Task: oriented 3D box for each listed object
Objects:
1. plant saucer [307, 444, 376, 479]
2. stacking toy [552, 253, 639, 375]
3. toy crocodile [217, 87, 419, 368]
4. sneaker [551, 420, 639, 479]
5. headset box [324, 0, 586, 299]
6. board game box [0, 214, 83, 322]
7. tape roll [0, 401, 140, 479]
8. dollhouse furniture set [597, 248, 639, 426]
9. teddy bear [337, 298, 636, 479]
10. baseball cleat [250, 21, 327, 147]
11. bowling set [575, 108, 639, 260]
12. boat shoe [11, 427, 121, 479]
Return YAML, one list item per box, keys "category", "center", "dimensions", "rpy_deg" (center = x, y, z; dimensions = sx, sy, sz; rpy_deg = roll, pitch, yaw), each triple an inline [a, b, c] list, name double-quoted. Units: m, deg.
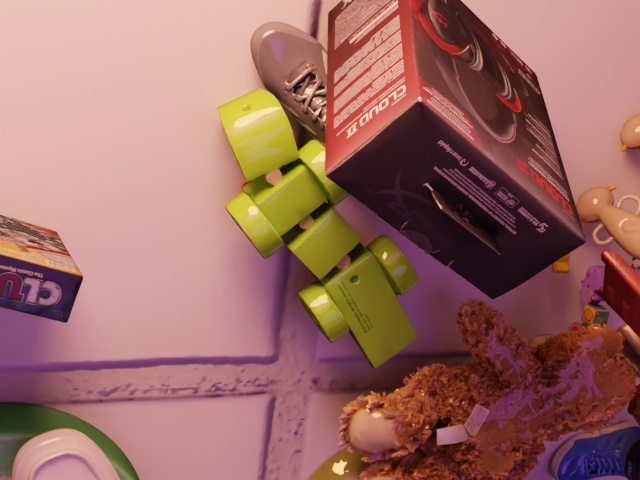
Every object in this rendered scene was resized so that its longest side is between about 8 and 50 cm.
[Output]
- category: "plant saucer"
  center: [0.072, 0.351, 1.030]
  dimensions: [0.241, 0.037, 0.241]
  rpy_deg: [-7, 106, -24]
- category: "stacking toy"
  center: [0.335, 0.095, 1.077]
  dimensions: [0.167, 0.052, 0.221]
  rpy_deg: [5, 104, -22]
- category: "toy crocodile"
  center: [0.000, 0.000, 0.876]
  dimensions: [0.115, 0.105, 0.340]
  rpy_deg: [-39, 120, -4]
- category: "sneaker"
  center: [0.386, 0.291, 1.129]
  dimensions: [0.152, 0.084, 0.058]
  rpy_deg: [-13, 109, -21]
- category: "headset box"
  center: [0.117, -0.103, 0.786]
  dimensions: [0.218, 0.293, 0.110]
  rpy_deg: [35, 125, -27]
- category: "board game box"
  center: [-0.325, -0.006, 0.683]
  dimensions: [0.243, 0.165, 0.042]
  rpy_deg: [19, 95, -27]
- category: "tape roll"
  center: [-0.317, 0.318, 0.822]
  dimensions: [0.321, 0.077, 0.321]
  rpy_deg: [-6, 107, -22]
- category: "dollhouse furniture set"
  center: [0.436, 0.087, 0.977]
  dimensions: [0.201, 0.152, 0.374]
  rpy_deg: [-34, 151, -4]
- category: "teddy bear"
  center: [0.180, 0.189, 0.967]
  dimensions: [0.338, 0.113, 0.245]
  rpy_deg: [-38, 107, -2]
- category: "baseball cleat"
  center: [0.014, -0.127, 0.835]
  dimensions: [0.072, 0.109, 0.206]
  rpy_deg: [-43, 114, 1]
- category: "bowling set"
  center: [0.456, -0.078, 1.045]
  dimensions: [0.287, 0.154, 0.200]
  rpy_deg: [-48, 131, 7]
- category: "boat shoe"
  center: [-0.202, 0.303, 0.772]
  dimensions: [0.098, 0.096, 0.277]
  rpy_deg: [-19, 110, -19]
